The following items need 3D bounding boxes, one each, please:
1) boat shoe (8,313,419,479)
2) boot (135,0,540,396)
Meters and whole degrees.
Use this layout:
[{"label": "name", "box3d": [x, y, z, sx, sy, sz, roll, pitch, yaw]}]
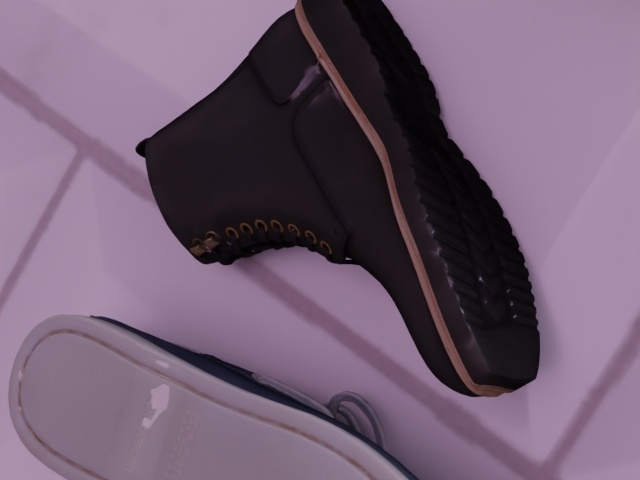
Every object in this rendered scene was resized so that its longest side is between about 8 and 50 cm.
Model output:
[{"label": "boat shoe", "box3d": [-0.021, 0.105, 0.497, 0.254, 0.079, 0.095, 21, 96, 30]}, {"label": "boot", "box3d": [0.000, 0.000, 0.511, 0.137, 0.077, 0.198, -35, 56, 24]}]
